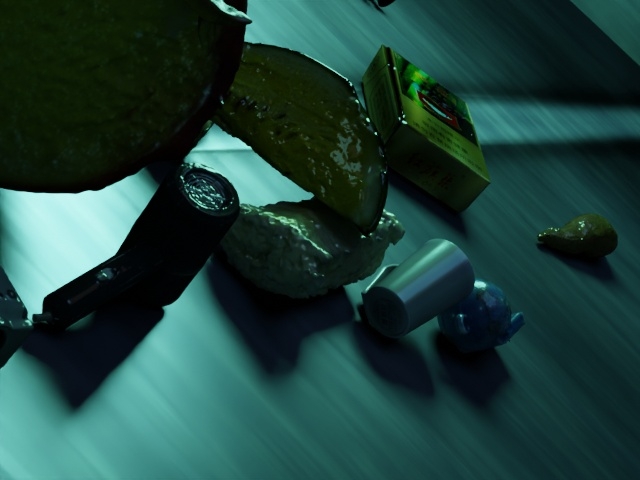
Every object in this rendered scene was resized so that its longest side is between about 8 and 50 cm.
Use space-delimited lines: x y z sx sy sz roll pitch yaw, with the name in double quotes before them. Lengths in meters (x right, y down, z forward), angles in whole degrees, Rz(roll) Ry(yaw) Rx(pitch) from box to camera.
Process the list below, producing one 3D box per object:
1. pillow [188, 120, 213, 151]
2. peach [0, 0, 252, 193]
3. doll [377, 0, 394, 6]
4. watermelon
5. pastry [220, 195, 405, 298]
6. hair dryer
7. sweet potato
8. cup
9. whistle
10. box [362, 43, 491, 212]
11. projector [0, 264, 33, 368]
"pillow" -0.205 -0.193 1.683 0.232 0.043 0.126 44 28 -2
"peach" -0.259 -0.236 1.287 0.406 0.335 0.310 17 34 -34
"doll" 0.077 -0.461 2.585 0.195 0.070 0.096 -108 174 -45
"watermelon" -0.033 -0.114 1.623 0.301 0.123 0.129 38 51 19
"pastry" -0.005 -0.004 1.606 0.121 0.089 0.258 43 21 10
"hair dryer" -0.163 0.020 1.301 0.071 0.124 0.219 44 39 10
"sweet potato" 0.384 -0.010 2.283 0.226 0.068 0.068 6 42 -54
"cup" 0.094 0.050 1.676 0.104 0.074 0.116 12 33 41
"whistle" 0.178 0.080 1.763 0.090 0.090 0.158 45 23 7
"box" 0.139 -0.154 2.130 0.159 0.071 0.240 30 25 -21
"projector" -0.289 0.034 1.115 0.147 0.061 0.115 5 45 -54
